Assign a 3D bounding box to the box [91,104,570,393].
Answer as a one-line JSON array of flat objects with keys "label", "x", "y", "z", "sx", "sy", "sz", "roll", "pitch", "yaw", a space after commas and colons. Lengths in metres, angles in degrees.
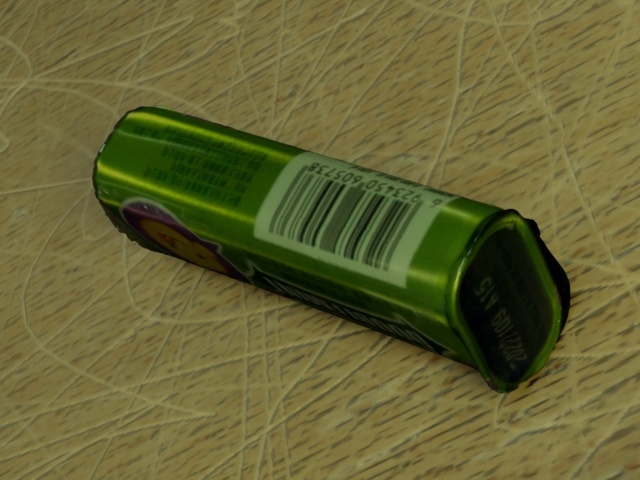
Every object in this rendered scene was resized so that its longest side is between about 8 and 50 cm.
[{"label": "box", "x": 0.000, "y": 0.000, "z": 1.245, "sx": 0.346, "sy": 0.134, "sz": 0.097, "roll": 19, "pitch": 71, "yaw": 40}]
